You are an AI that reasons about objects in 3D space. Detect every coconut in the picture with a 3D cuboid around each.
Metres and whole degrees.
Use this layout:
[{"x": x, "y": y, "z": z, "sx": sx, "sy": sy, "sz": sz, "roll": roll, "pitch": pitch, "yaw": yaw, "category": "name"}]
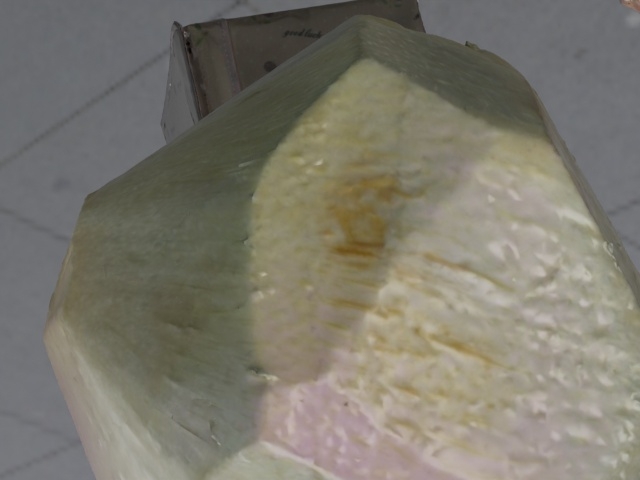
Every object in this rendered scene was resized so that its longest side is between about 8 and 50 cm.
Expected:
[{"x": 0.013, "y": 0.040, "z": 0.584, "sx": 0.237, "sy": 0.237, "sz": 0.197, "roll": 14, "pitch": 167, "yaw": -15, "category": "coconut"}]

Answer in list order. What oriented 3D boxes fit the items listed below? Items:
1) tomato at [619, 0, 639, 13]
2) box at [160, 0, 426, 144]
[{"x": 0.361, "y": -0.253, "z": 1.362, "sx": 0.139, "sy": 0.233, "sz": 0.200, "roll": 40, "pitch": 125, "yaw": 12, "category": "tomato"}, {"x": 0.000, "y": 0.000, "z": 1.212, "sx": 0.190, "sy": 0.297, "sz": 0.225, "roll": -8, "pitch": 164, "yaw": -12, "category": "box"}]
